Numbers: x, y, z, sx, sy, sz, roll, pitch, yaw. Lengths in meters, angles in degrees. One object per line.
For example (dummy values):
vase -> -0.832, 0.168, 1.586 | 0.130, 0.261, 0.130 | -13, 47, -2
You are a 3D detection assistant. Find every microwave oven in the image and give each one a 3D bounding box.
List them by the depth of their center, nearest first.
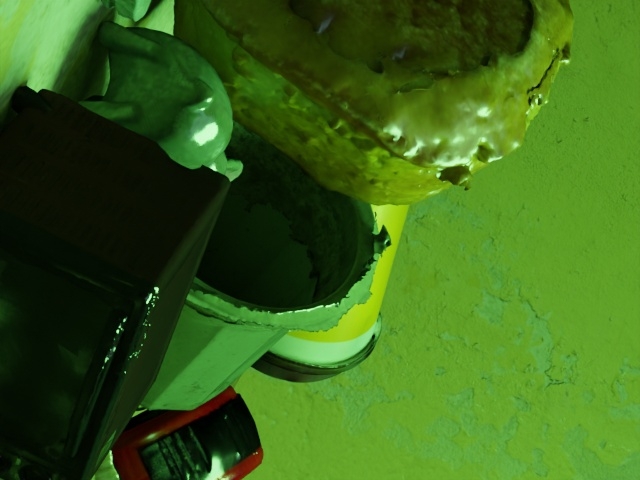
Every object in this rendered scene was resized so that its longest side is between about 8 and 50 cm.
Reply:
microwave oven -> -0.204, 0.045, 1.488 | 0.188, 0.178, 0.247 | -56, 171, -51

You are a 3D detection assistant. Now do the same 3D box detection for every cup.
cup -> 0.000, 0.000, 2.083 | 0.196, 0.196, 0.280 | -54, 168, -55

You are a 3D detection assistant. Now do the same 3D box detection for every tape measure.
tape measure -> -0.191, 0.253, 2.190 | 0.253, 0.114, 0.260 | -26, -178, -32

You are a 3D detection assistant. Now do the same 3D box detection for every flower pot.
flower pot -> -0.120, 0.023, 1.914 | 0.259, 0.290, 0.290 | -49, -174, 45

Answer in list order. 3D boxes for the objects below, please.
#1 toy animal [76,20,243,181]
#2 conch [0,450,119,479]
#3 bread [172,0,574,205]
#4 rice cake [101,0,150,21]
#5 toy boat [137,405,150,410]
toy animal -> -0.123, -0.077, 1.680 | 0.125, 0.127, 0.251 | -40, 153, -4
conch -> -0.280, 0.260, 1.917 | 0.210, 0.159, 0.291 | -111, 180, -49
bread -> 0.032, -0.201, 1.738 | 0.204, 0.358, 0.337 | -47, -172, 47
rice cake -> -0.124, -0.261, 1.482 | 0.124, 0.038, 0.211 | -60, 174, -17
toy boat -> -0.188, 0.122, 2.287 | 0.162, 0.136, 0.445 | -58, 176, 10
